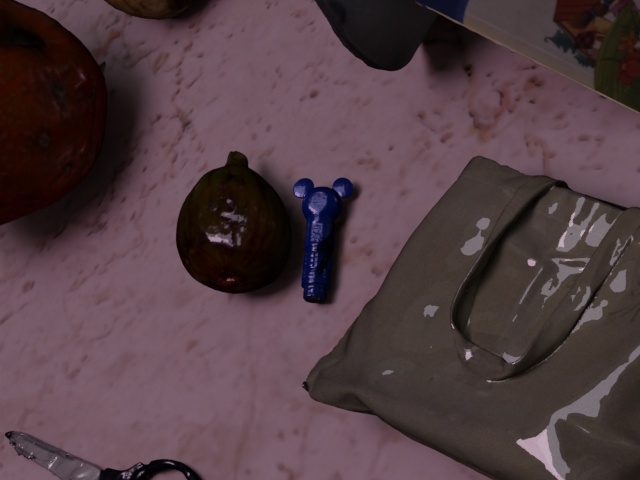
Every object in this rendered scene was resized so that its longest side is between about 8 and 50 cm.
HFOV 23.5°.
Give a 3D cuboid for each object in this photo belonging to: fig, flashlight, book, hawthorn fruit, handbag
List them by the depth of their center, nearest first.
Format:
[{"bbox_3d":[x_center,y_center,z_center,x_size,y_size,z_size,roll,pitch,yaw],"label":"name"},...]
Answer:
[{"bbox_3d":[0.162,0.075,1.199,0.316,0.109,0.253,24,79,43],"label":"handbag"},{"bbox_3d":[0.186,-0.251,1.200,0.018,0.322,0.228,-66,2,-63],"label":"book"},{"bbox_3d":[0.000,0.000,1.415,0.057,0.035,0.121,0,71,12],"label":"flashlight"},{"bbox_3d":[-0.078,-0.025,1.447,0.109,0.103,0.154,7,56,2],"label":"fig"},{"bbox_3d":[-0.349,-0.131,1.601,0.258,0.262,0.258,-5,72,18],"label":"hawthorn fruit"}]

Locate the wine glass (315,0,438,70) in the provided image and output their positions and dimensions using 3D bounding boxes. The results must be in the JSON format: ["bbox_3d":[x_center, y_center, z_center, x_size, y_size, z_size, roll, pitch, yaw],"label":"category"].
[{"bbox_3d":[0.186,-0.334,1.305,0.406,0.267,0.267,-19,57,24],"label":"wine glass"}]

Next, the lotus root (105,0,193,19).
[{"bbox_3d":[-0.212,-0.338,1.681,0.260,0.128,0.145,46,108,34],"label":"lotus root"}]

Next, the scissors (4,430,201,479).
[{"bbox_3d":[-0.220,0.230,1.479,0.300,0.022,0.109,19,77,43],"label":"scissors"}]
